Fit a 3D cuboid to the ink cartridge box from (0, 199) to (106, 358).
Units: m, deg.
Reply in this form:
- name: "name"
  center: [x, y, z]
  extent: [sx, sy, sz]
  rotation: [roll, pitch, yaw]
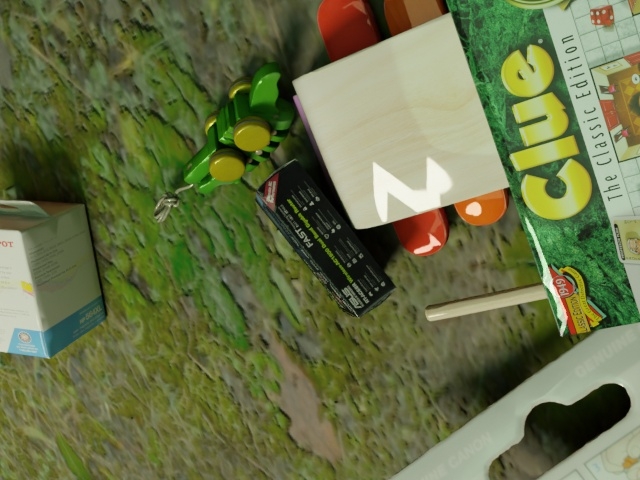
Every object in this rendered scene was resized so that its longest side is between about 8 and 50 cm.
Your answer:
- name: "ink cartridge box"
  center: [-0.277, 0.025, 0.695]
  extent: [0.092, 0.090, 0.143]
  rotation: [4, 110, 22]

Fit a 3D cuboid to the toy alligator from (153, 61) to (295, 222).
- name: "toy alligator"
  center: [-0.072, -0.070, 0.597]
  extent: [0.051, 0.056, 0.190]
  rotation: [17, 135, -33]

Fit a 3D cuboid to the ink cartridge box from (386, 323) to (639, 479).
- name: "ink cartridge box"
  center: [0.266, 0.259, 0.519]
  extent: [0.308, 0.091, 0.385]
  rotation: [-39, 73, 11]

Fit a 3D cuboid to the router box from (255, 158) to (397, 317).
- name: "router box"
  center: [0.000, 0.000, 0.563]
  extent: [0.038, 0.092, 0.122]
  rotation: [-38, 92, -5]

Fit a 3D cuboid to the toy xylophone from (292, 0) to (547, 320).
- name: "toy xylophone"
  center: [0.128, -0.074, 0.486]
  extent: [0.323, 0.081, 0.236]
  rotation: [-8, 106, 26]

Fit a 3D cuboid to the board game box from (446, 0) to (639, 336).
- name: "board game box"
  center: [0.163, -0.076, 0.407]
  extent: [0.136, 0.030, 0.259]
  rotation: [-16, 103, 30]
